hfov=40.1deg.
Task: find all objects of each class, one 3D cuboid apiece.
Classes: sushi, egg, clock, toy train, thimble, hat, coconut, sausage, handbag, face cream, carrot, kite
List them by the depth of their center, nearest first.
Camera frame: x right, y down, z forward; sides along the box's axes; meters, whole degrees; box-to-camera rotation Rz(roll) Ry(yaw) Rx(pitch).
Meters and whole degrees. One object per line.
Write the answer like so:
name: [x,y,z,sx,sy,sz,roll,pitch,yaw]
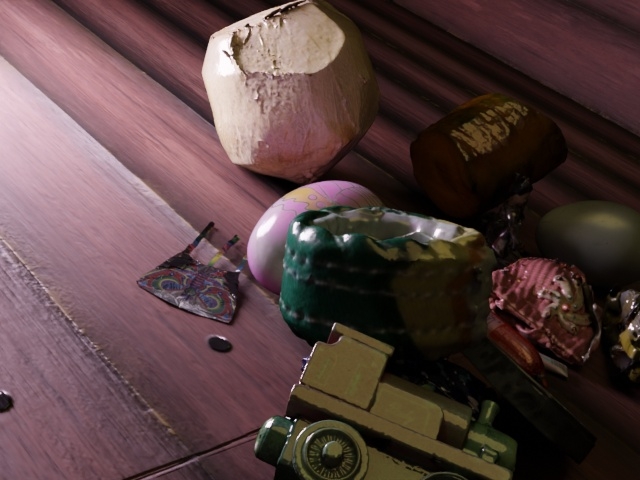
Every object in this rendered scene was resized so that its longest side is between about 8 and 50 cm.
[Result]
toy train: [0.087,0.241,0.998,0.304,0.150,0.221,23,51,6]
handbag: [0.104,0.205,1.182,0.260,0.113,0.162,26,17,16]
thimble: [0.090,0.053,1.188,0.288,0.167,0.254,9,14,18]
clock: [0.298,0.222,1.251,0.226,0.049,0.226,42,4,-4]
kite: [-0.177,0.037,1.404,0.152,0.015,0.285,23,26,2]
egg: [0.000,0.000,1.405,0.271,0.196,0.196,0,32,-47]
sausage: [0.275,0.153,1.460,0.074,0.074,0.274,-6,36,-44]
face cream: [0.371,0.202,1.494,0.115,0.020,0.038,22,25,-1]
sushi: [0.598,0.178,1.598,0.139,0.131,0.291,21,17,2]
hat: [0.429,0.103,1.635,0.237,0.107,0.286,39,34,13]
coconut: [-0.053,-0.286,1.768,0.346,0.360,0.346,-18,18,6]
egg: [0.585,0.005,1.858,0.264,0.183,0.183,10,27,-5]
carrot: [0.364,-0.195,1.952,0.341,0.241,0.241,-31,54,-34]

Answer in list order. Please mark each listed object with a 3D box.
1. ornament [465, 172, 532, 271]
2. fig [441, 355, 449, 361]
ornament: [0.399,-0.040,1.791,0.153,0.196,0.166,20,27,-1]
fig: [0.154,0.140,1.341,0.128,0.128,0.150,17,31,-10]
